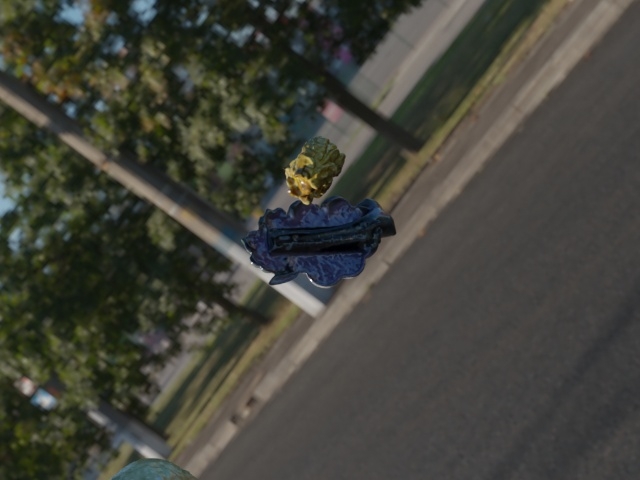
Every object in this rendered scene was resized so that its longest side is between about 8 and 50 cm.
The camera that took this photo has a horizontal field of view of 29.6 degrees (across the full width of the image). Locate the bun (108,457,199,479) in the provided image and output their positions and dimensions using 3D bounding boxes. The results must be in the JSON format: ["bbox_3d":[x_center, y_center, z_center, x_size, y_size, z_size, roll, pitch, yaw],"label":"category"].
[{"bbox_3d":[-0.239,0.509,1.782,0.349,0.227,0.353,59,-138,-60],"label":"bun"}]

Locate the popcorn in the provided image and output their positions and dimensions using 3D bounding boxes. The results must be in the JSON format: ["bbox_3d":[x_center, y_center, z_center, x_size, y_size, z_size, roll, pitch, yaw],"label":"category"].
[{"bbox_3d":[-0.008,-0.085,1.439,0.082,0.057,0.083,-49,-4,26],"label":"popcorn"}]

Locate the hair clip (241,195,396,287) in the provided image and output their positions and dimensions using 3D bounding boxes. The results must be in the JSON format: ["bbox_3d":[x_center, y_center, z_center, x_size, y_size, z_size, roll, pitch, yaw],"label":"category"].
[{"bbox_3d":[0.000,-0.001,1.510,0.052,0.195,0.124,93,166,-59],"label":"hair clip"}]
